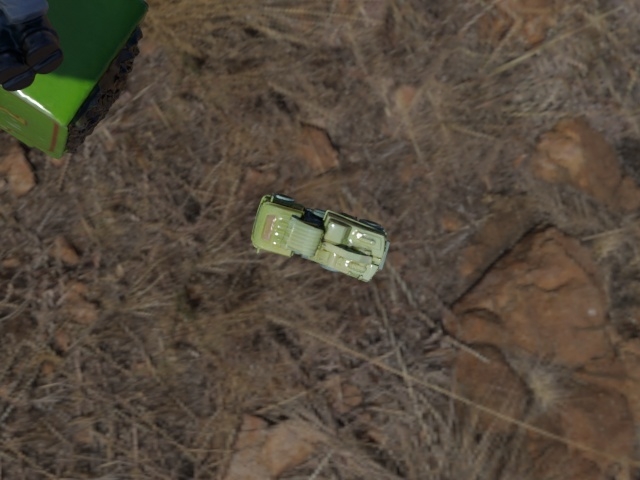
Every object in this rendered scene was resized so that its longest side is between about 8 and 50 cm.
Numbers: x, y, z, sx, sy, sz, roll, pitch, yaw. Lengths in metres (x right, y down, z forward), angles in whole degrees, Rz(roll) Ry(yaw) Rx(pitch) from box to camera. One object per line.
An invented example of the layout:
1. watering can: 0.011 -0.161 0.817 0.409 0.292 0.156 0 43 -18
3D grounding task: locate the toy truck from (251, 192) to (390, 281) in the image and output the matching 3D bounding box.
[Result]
1. toy truck: 0.000 0.000 1.416 0.191 0.116 0.085 17 97 -2

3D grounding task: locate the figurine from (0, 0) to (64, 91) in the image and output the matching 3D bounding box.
1. figurine: -0.199 -0.157 0.627 0.077 0.079 0.136 -32 87 3

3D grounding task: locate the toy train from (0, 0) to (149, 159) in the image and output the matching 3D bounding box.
1. toy train: -0.299 -0.202 0.973 0.249 0.307 0.173 33 79 -12
